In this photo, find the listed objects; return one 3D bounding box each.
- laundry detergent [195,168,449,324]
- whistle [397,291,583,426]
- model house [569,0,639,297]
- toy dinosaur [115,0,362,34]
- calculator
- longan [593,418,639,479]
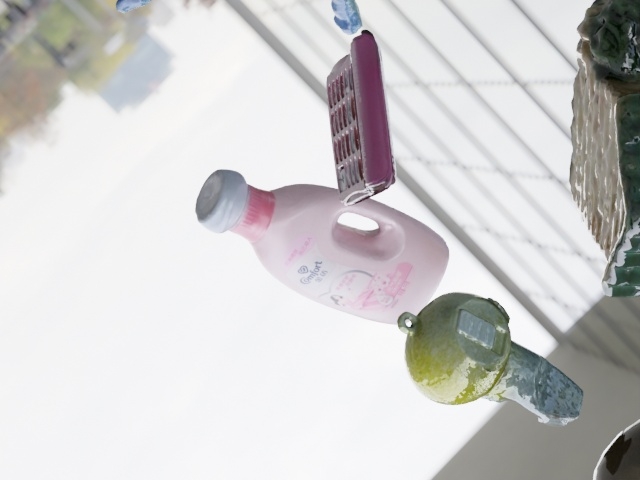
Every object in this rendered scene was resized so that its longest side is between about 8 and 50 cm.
[{"bbox_3d":[0.000,0.000,1.942,0.159,0.335,0.088,-58,-151,17],"label":"laundry detergent"},{"bbox_3d":[0.171,0.132,1.581,0.123,0.223,0.123,-53,-161,27],"label":"whistle"},{"bbox_3d":[0.536,-0.100,1.729,0.400,0.445,0.395,-94,-174,-64],"label":"model house"},{"bbox_3d":[0.020,-0.232,1.043,0.329,0.144,0.076,-35,-126,17],"label":"toy dinosaur"},{"bbox_3d":[0.036,-0.098,1.282,0.034,0.126,0.190,-7,177,-9],"label":"calculator"},{"bbox_3d":[0.353,0.240,1.444,0.189,0.189,0.189,-42,-166,13],"label":"longan"}]
